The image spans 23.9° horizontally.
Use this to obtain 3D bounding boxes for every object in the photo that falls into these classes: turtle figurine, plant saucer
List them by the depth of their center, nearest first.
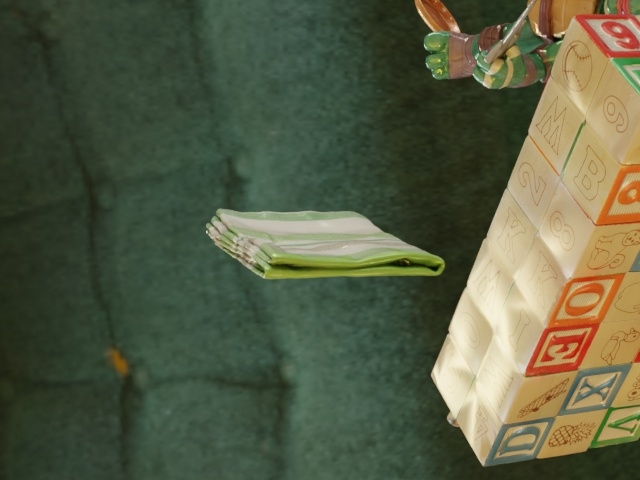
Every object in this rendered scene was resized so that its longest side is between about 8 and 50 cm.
[{"bbox_3d":[0.169,-0.171,1.084,0.234,0.118,0.175,8,66,61],"label":"turtle figurine"},{"bbox_3d":[0.148,-0.285,1.928,0.013,0.083,0.083,-37,73,24],"label":"plant saucer"}]

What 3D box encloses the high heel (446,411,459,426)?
[{"bbox_3d":[0.267,0.147,1.440,0.261,0.186,0.093,-35,29,18],"label":"high heel"}]

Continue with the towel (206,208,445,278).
[{"bbox_3d":[0.000,0.000,0.926,0.152,0.113,0.023,-153,62,-71],"label":"towel"}]

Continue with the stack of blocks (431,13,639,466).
[{"bbox_3d":[0.200,0.004,0.953,0.087,0.171,0.297,61,145,41],"label":"stack of blocks"}]
